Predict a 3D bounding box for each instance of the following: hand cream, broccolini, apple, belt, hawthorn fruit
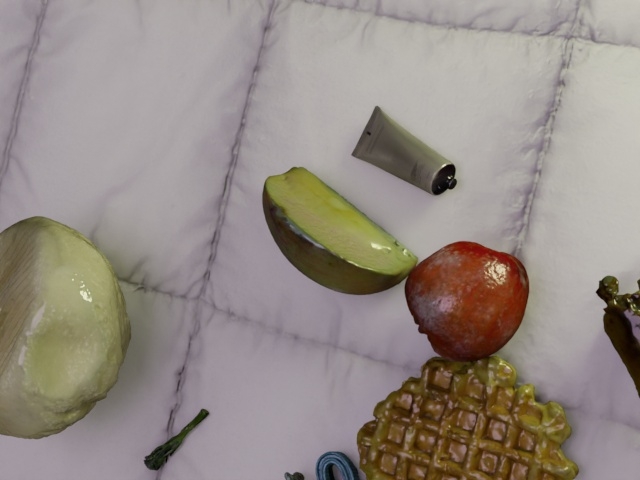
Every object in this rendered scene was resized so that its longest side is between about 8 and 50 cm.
[{"bbox_3d":[0.130,-0.125,1.901,0.186,0.054,0.087,35,105,33],"label":"hand cream"},{"bbox_3d":[-0.234,0.321,2.048,0.140,0.035,0.030,-45,70,15],"label":"broccolini"},{"bbox_3d":[0.000,0.000,1.881,0.265,0.193,0.120,39,113,23],"label":"apple"},{"bbox_3d":[0.029,0.405,1.883,0.100,0.065,0.179,-30,70,12],"label":"belt"},{"bbox_3d":[0.208,0.080,1.764,0.173,0.173,0.172,-4,82,28],"label":"hawthorn fruit"}]

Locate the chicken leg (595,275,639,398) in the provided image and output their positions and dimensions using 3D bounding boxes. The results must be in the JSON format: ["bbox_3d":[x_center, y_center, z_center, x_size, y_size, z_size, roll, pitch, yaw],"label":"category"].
[{"bbox_3d":[0.483,0.226,1.629,0.201,0.153,0.429,-30,63,9],"label":"chicken leg"}]

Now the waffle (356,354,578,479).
[{"bbox_3d":[0.206,0.310,1.796,0.325,0.068,0.302,-34,70,19],"label":"waffle"}]

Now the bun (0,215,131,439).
[{"bbox_3d":[-0.438,0.144,2.063,0.349,0.227,0.352,-54,42,22],"label":"bun"}]
